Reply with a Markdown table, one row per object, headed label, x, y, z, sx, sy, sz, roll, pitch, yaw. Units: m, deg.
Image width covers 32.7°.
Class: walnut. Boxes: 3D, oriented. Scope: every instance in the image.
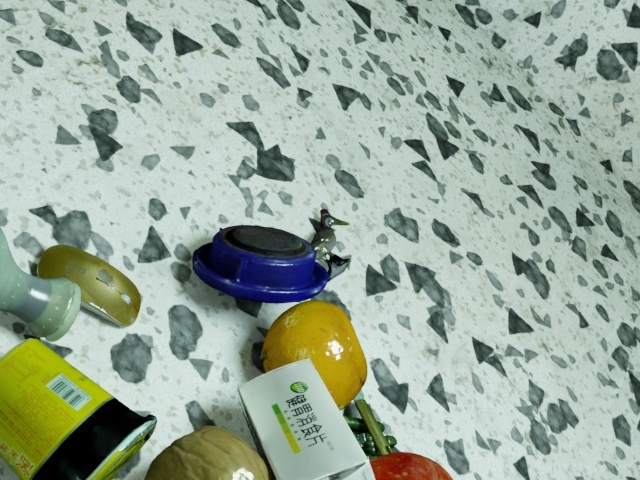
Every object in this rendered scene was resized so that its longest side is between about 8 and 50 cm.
| label | x | y | z | sx | sy | sz | roll | pitch | yaw |
| --- | --- | --- | --- | --- | --- | --- | --- | --- | --- |
| walnut | -0.168 | 0.406 | 1.696 | 0.228 | 0.228 | 0.228 | 26 | 42 | -26 |

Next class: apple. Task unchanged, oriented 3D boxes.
| label | x | y | z | sx | sy | sz | roll | pitch | yaw |
| --- | --- | --- | --- | --- | --- | --- | --- | --- | --- |
| apple | 0.136 | 0.505 | 1.906 | 0.260 | 0.216 | 0.260 | 33 | 39 | -32 |

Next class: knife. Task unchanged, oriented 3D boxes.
| label | x | y | z | sx | sy | sz | roll | pitch | yaw |
| --- | --- | --- | --- | --- | --- | --- | --- | --- | --- |
| knife | 0.060 | 0.288 | 2.132 | 0.061 | 0.027 | 0.343 | 14 | 36 | -41 |

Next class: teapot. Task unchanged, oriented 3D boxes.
| label | x | y | z | sx | sy | sz | roll | pitch | yaw |
| --- | --- | --- | --- | --- | --- | --- | --- | --- | --- |
| teapot | -0.508 | 0.070 | 1.723 | 0.251 | 0.183 | 0.183 | 31 | 39 | -38 |

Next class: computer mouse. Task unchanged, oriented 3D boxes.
| label | x | y | z | sx | sy | sz | roll | pitch | yaw |
| --- | --- | --- | --- | --- | --- | --- | --- | --- | --- |
| computer mouse | -0.400 | 0.079 | 1.911 | 0.199 | 0.045 | 0.102 | 32 | 43 | -19 |

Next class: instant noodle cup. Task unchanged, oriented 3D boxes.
| label | x | y | z | sx | sy | sz | roll | pitch | yaw |
| --- | --- | --- | --- | --- | --- | --- | --- | --- | --- |
| instant noodle cup | -0.396 | 0.275 | 1.629 | 0.236 | 0.215 | 0.215 | 43 | 37 | 5 |

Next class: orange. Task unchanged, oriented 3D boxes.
| label | x | y | z | sx | sy | sz | roll | pitch | yaw |
| --- | --- | --- | --- | --- | --- | --- | --- | --- | --- |
| orange | -0.010 | 0.219 | 2.031 | 0.219 | 0.193 | 0.219 | -7 | 90 | -81 |

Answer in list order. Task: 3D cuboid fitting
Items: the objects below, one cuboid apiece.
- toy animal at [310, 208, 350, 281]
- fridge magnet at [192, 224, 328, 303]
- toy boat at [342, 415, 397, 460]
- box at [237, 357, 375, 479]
| label | x | y | z | sx | sy | sz | roll | pitch | yaw |
| --- | --- | --- | --- | --- | --- | --- | --- | --- | --- |
| toy animal | 0.009 | 0.006 | 2.354 | 0.105 | 0.070 | 0.202 | 13 | 50 | -11 |
| fridge magnet | -0.114 | 0.046 | 2.096 | 0.265 | 0.112 | 0.265 | 10 | 18 | -3 |
| toy boat | 0.057 | 0.380 | 2.078 | 0.210 | 0.052 | 0.104 | 17 | 49 | -35 |
| box | -0.016 | 0.361 | 1.787 | 0.333 | 0.145 | 0.173 | -126 | -164 | -59 |
